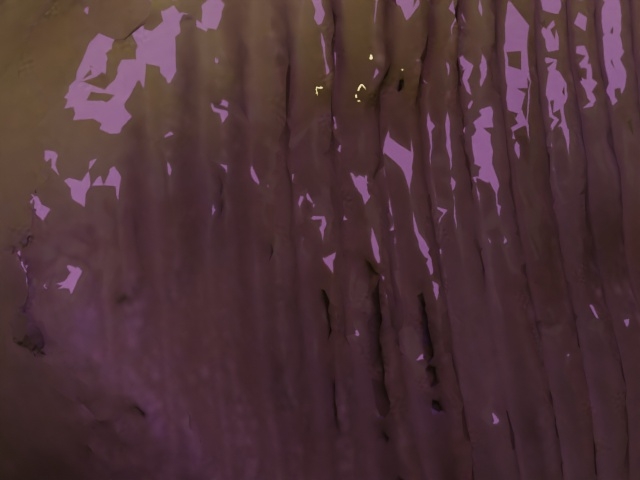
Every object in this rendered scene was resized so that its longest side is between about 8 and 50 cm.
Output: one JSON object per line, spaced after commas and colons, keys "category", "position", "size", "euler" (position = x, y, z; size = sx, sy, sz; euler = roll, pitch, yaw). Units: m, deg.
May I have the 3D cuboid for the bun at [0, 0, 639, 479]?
{"category": "bun", "position": [0.000, 0.000, 0.612], "size": [0.362, 0.234, 0.326], "euler": [-34, 97, -29]}
